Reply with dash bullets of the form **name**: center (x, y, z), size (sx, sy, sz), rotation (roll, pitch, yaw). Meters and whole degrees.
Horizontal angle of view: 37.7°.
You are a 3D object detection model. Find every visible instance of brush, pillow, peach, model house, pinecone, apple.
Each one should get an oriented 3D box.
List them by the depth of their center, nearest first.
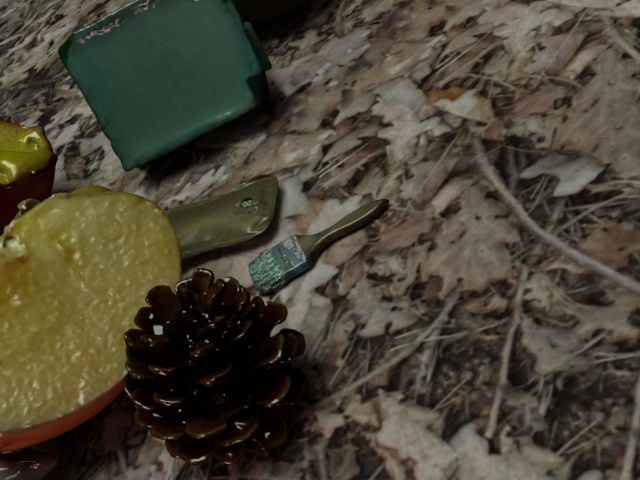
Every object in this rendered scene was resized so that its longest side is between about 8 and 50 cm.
- **pinecone**: center (-0.113, 0.125, 0.975), size (0.208, 0.208, 0.208), rotation (-20, 40, 18)
- **apple**: center (-0.324, 0.082, 1.127), size (0.309, 0.252, 0.314), rotation (-33, 28, -31)
- **brush**: center (0.000, 0.000, 1.159), size (0.196, 0.021, 0.070), rotation (-29, 38, 3)
- **pillow**: center (-0.155, -0.020, 1.276), size (0.217, 0.033, 0.130), rotation (-16, 41, 22)
- **peach**: center (-0.571, -0.085, 1.450), size (0.338, 0.281, 0.281), rotation (-28, 39, 9)
- **model house**: center (-0.221, -0.277, 1.481), size (0.280, 0.230, 0.249), rotation (-24, 15, 9)

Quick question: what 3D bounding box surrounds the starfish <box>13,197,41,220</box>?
- **starfish**: center (-0.438, 0.059, 1.275), size (0.293, 0.084, 0.301), rotation (-39, 0, 3)

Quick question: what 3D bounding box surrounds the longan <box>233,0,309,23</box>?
- **longan**: center (-0.109, -0.492, 1.571), size (0.258, 0.258, 0.258), rotation (-20, 40, 18)

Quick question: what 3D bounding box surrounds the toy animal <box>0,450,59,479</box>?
- **toy animal**: center (-0.415, 0.318, 1.063), size (0.324, 0.090, 0.195), rotation (0, 49, 33)
